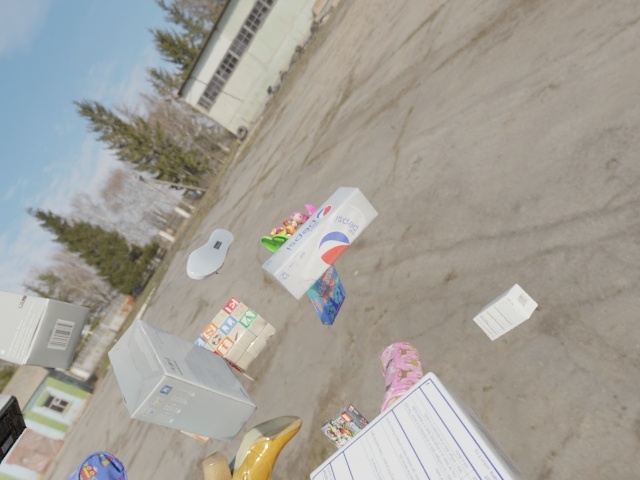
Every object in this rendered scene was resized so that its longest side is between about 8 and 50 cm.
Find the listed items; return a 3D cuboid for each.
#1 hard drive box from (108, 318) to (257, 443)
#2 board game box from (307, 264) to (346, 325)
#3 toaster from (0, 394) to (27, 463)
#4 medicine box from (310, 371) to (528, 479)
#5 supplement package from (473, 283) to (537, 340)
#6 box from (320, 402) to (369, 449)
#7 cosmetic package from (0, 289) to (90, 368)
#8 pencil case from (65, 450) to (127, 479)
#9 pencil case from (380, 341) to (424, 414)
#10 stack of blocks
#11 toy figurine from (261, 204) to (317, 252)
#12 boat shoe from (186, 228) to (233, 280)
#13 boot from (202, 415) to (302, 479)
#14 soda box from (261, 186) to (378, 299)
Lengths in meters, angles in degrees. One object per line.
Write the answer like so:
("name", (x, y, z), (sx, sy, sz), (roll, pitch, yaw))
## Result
("hard drive box", (-0.258, 0.267, 0.784), (0.089, 0.232, 0.181), (-52, 42, -5))
("board game box", (0.021, 0.188, 1.550), (0.047, 0.210, 0.160), (-2, 39, 31))
("toaster", (-0.969, 0.568, 1.197), (0.186, 0.110, 0.168), (-87, 5, -58))
("medicine box", (0.156, 0.403, 0.615), (0.289, 0.149, 0.263), (-43, 25, 5))
("supplement package", (0.665, 0.260, 1.492), (0.105, 0.105, 0.179), (-27, -20, -44))
("box", (0.132, 0.706, 1.455), (0.159, 0.233, 0.044), (-50, -9, 33))
("cosmetic package", (-0.597, 0.172, 0.828), (0.237, 0.107, 0.127), (2, 71, 22))
("pencil case", (-0.597, 0.637, 1.016), (0.306, 0.119, 0.133), (-43, -4, 22))
("pencil case", (0.282, 0.493, 1.409), (0.159, 0.167, 0.386), (-10, 7, 9))
("stack of blocks", (-0.245, 0.303, 1.010), (0.171, 0.087, 0.297), (22, 67, 45))
("toy figurine", (-0.066, -0.035, 1.213), (0.173, 0.130, 0.159), (12, 57, 32))
("boat shoe", (-0.401, 0.068, 1.484), (0.306, 0.113, 0.105), (-85, 19, -61))
("boot", (-0.156, 0.613, 1.078), (0.295, 0.212, 0.104), (-16, 4, -33))
("soda box", (0.000, 0.000, 0.985), (0.286, 0.091, 0.098), (-46, 24, -12))
